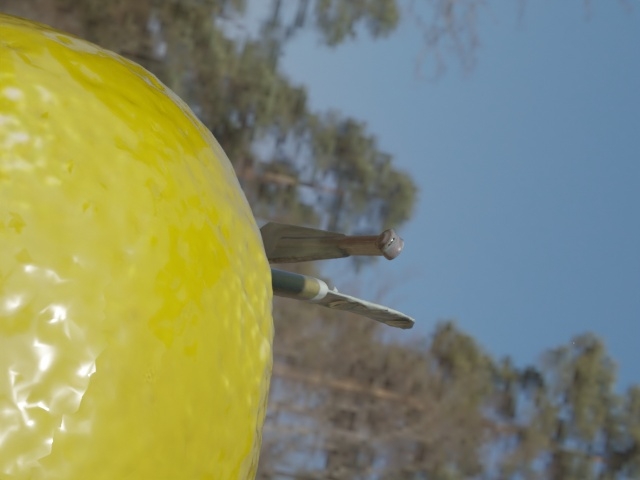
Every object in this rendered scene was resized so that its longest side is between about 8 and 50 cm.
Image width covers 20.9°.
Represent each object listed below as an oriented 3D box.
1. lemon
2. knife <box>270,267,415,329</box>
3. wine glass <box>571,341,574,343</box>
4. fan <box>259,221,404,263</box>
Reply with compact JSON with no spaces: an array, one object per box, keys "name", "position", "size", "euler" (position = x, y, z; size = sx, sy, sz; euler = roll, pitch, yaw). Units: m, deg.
[{"name":"lemon","position":[-0.140,0.064,0.593],"size":[0.245,0.245,0.320],"euler":[129,-23,-64]},{"name":"knife","position":[-0.007,0.035,1.124],"size":[0.047,0.298,0.017],"euler":[-7,-102,30]},{"name":"wine glass","position":[0.032,0.223,1.027],"size":[0.309,0.096,0.264],"euler":[-17,-132,38]},{"name":"fan","position":[0.000,0.000,1.589],"size":[0.057,0.023,0.282],"euler":[-46,-160,-23]}]
